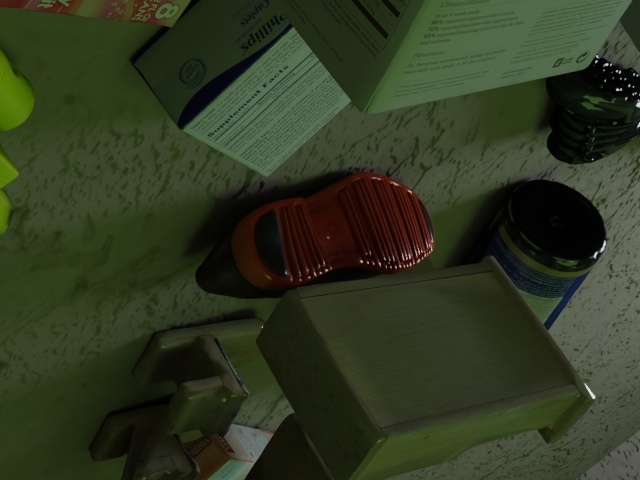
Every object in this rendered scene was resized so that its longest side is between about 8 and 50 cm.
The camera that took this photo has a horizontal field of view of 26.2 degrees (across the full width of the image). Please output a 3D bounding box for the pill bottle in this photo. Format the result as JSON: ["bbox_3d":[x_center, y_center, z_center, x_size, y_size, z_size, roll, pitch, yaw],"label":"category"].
[{"bbox_3d":[0.226,0.043,1.570,0.122,0.123,0.219,-20,151,-33],"label":"pill bottle"}]

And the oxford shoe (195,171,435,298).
[{"bbox_3d":[0.000,0.000,1.259,0.271,0.097,0.098,-7,166,-47],"label":"oxford shoe"}]

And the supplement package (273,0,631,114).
[{"bbox_3d":[0.094,-0.244,0.785,0.199,0.198,0.263,-16,148,-38],"label":"supplement package"}]

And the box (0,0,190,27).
[{"bbox_3d":[-0.075,-0.254,0.609,0.154,0.142,0.300,-3,139,-53],"label":"box"}]

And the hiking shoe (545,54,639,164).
[{"bbox_3d":[0.274,-0.120,1.387,0.114,0.086,0.227,-51,154,20],"label":"hiking shoe"}]

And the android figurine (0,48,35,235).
[{"bbox_3d":[-0.288,-0.039,0.812,0.248,0.056,0.273,-36,156,0],"label":"android figurine"}]

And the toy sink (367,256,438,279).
[{"bbox_3d":[0.074,0.136,1.518,0.152,0.131,0.234,-29,155,-15],"label":"toy sink"}]

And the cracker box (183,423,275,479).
[{"bbox_3d":[-0.126,0.287,1.599,0.155,0.067,0.232,-42,156,8],"label":"cracker box"}]

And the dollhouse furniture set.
[{"bbox_3d":[0.022,0.215,1.281,0.256,0.362,0.394,-6,141,-39],"label":"dollhouse furniture set"}]

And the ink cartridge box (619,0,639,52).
[{"bbox_3d":[0.447,-0.266,1.236,0.223,0.129,0.307,-22,165,-30],"label":"ink cartridge box"}]

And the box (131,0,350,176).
[{"bbox_3d":[-0.040,-0.124,0.974,0.126,0.072,0.137,-41,156,10],"label":"box"}]
